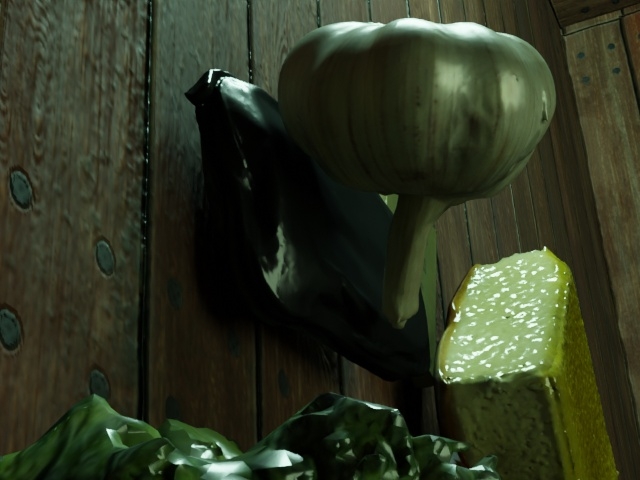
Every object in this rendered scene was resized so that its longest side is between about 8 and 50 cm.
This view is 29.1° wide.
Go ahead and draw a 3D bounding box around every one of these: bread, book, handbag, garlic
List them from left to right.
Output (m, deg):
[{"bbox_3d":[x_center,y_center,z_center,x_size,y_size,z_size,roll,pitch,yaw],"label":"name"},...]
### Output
[{"bbox_3d":[-0.001,0.000,0.971,0.332,0.075,0.192,31,42,-59],"label":"handbag"},{"bbox_3d":[0.085,0.017,1.284,0.231,0.026,0.161,-83,152,-47],"label":"book"},{"bbox_3d":[0.061,-0.045,0.891,0.199,0.199,0.226,-12,110,-71],"label":"garlic"},{"bbox_3d":[0.227,0.217,1.329,0.323,0.143,0.333,-59,136,-65],"label":"bread"}]

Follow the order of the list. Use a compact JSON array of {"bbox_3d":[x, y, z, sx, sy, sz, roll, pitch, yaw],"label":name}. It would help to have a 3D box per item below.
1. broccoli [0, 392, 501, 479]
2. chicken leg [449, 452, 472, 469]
[{"bbox_3d":[-0.021,0.208,0.572,0.375,0.302,0.249,21,72,-33],"label":"broccoli"},{"bbox_3d":[0.106,0.214,0.988,0.096,0.158,0.407,-64,155,1],"label":"chicken leg"}]
